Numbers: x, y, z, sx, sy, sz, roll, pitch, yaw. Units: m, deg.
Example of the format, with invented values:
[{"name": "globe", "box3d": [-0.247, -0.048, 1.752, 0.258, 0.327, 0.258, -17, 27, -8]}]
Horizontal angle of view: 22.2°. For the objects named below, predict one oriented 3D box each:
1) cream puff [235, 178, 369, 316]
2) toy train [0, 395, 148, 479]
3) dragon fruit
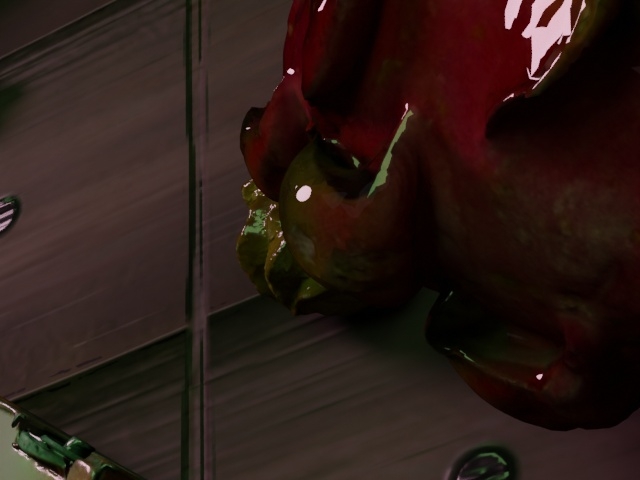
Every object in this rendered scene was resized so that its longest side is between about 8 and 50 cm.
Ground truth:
[{"name": "cream puff", "box3d": [0.000, 0.000, 0.678, 0.083, 0.083, 0.058, 40, 126, 36]}, {"name": "toy train", "box3d": [-0.116, 0.107, 0.647, 0.188, 0.099, 0.072, 20, 74, 44]}, {"name": "dragon fruit", "box3d": [0.110, -0.058, 0.485, 0.307, 0.243, 0.227, 131, 160, -76]}]
